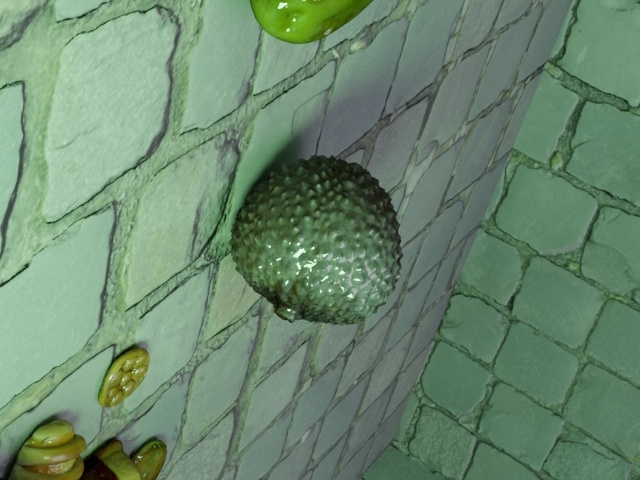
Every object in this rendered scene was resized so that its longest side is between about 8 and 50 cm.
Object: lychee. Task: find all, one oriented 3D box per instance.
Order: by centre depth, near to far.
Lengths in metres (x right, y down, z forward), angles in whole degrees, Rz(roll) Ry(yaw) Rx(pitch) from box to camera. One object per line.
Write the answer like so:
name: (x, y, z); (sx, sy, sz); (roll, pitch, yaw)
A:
lychee: (0.003, 0.003, 1.887); (0.300, 0.300, 0.300); (-50, 160, -25)

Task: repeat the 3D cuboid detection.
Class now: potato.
potato: (0.009, -0.352, 1.534); (0.253, 0.149, 0.186); (-48, 157, -27)

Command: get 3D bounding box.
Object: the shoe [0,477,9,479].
shoe: (-0.363, 0.464, 1.505); (0.171, 0.384, 0.237); (-7, 127, -58)

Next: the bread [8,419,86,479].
bread: (-0.398, 0.346, 1.713); (0.119, 0.084, 0.177); (-18, 133, -65)

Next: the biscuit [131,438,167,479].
biscuit: (-0.349, 0.461, 2.122); (0.247, 0.029, 0.118); (-61, 155, 9)

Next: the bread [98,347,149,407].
bread: (-0.305, 0.212, 1.830); (0.110, 0.024, 0.110); (-49, 159, -26)

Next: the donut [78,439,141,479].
donut: (-0.366, 0.418, 1.934); (0.184, 0.073, 0.166); (-28, 148, -55)
